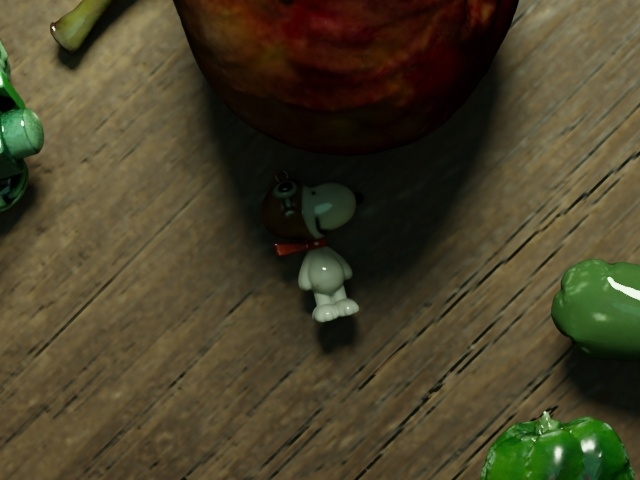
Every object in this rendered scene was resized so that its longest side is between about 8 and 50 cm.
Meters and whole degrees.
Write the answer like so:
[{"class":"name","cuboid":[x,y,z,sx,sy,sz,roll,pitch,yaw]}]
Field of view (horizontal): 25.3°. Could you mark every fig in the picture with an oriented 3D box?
[{"class":"fig","cuboid":[-0.016,-0.164,0.755,0.186,0.203,0.250,-37,48,-28]}]

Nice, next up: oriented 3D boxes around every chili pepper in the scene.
[{"class":"chili pepper","cuboid":[0.150,0.218,0.772,0.099,0.083,0.253,-19,91,-6]}]

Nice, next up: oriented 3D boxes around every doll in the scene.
[{"class":"doll","cuboid":[-0.006,0.003,0.807,0.058,0.040,0.085,4,88,-7]}]

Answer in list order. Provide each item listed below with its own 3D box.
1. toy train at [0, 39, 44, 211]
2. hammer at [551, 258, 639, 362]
[{"class":"toy train","cuboid":[-0.283,-0.052,0.807,0.251,0.085,0.119,-17,72,-1]},{"class":"hammer","cuboid":[0.291,0.063,0.758,0.336,0.119,0.206,10,89,10]}]
